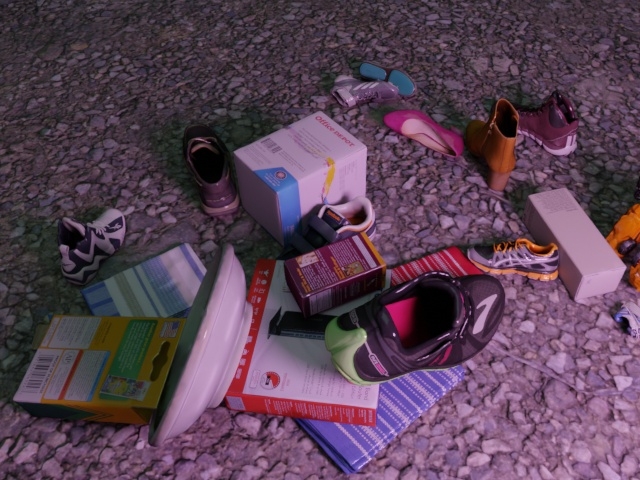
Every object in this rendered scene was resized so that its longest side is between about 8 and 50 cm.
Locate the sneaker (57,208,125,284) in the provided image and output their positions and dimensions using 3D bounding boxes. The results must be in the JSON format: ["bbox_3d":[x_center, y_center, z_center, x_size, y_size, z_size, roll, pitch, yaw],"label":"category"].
[{"bbox_3d":[-0.560,-0.025,1.617,0.094,0.153,0.235,18,51,15],"label":"sneaker"}]

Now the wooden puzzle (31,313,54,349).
[{"bbox_3d":[-0.603,0.218,1.492,0.079,0.014,0.116,6,48,2],"label":"wooden puzzle"}]

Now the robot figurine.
[{"bbox_3d":[0.764,-0.037,1.486,0.085,0.291,0.211,1,41,-37],"label":"robot figurine"}]

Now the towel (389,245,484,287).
[{"bbox_3d":[0.250,0.112,1.526,0.275,0.031,0.199,-18,45,-19],"label":"towel"}]

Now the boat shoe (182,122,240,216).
[{"bbox_3d":[-0.297,-0.221,1.801,0.132,0.130,0.355,-17,49,-13],"label":"boat shoe"}]

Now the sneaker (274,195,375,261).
[{"bbox_3d":[0.000,0.000,1.594,0.321,0.127,0.126,-36,57,-25],"label":"sneaker"}]

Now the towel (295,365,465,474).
[{"bbox_3d":[0.105,0.300,1.380,0.336,0.040,0.243,-32,53,-27],"label":"towel"}]

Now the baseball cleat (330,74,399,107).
[{"bbox_3d":[0.133,-0.447,2.047,0.206,0.072,0.109,13,65,16],"label":"baseball cleat"}]

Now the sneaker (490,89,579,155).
[{"bbox_3d":[0.615,-0.370,1.880,0.106,0.162,0.281,-36,56,-27],"label":"sneaker"}]

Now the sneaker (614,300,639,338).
[{"bbox_3d":[0.697,0.195,1.444,0.058,0.052,0.135,-32,46,-12],"label":"sneaker"}]

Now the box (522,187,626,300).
[{"bbox_3d":[0.595,0.003,1.586,0.113,0.094,0.275,-11,48,-7],"label":"box"}]

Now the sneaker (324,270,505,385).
[{"bbox_3d":[0.232,0.156,1.286,0.483,0.202,0.185,-14,72,-43],"label":"sneaker"}]

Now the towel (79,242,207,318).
[{"bbox_3d":[-0.396,0.122,1.558,0.285,0.034,0.209,-25,51,-19],"label":"towel"}]

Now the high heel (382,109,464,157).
[{"bbox_3d":[0.287,-0.298,1.884,0.244,0.082,0.117,21,41,4],"label":"high heel"}]

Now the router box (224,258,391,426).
[{"bbox_3d":[-0.015,0.199,1.383,0.301,0.082,0.335,4,50,8],"label":"router box"}]

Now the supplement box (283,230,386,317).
[{"bbox_3d":[0.030,0.070,1.381,0.188,0.080,0.104,-20,51,-13],"label":"supplement box"}]

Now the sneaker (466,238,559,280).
[{"bbox_3d":[0.452,0.033,1.561,0.215,0.083,0.084,7,30,4],"label":"sneaker"}]

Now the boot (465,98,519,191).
[{"bbox_3d":[0.468,-0.298,1.787,0.104,0.211,0.295,-4,47,-2],"label":"boot"}]

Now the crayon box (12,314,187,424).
[{"bbox_3d":[-0.429,0.259,1.353,0.323,0.083,0.203,-1,51,18],"label":"crayon box"}]

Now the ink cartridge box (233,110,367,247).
[{"bbox_3d":[-0.046,-0.160,1.690,0.270,0.197,0.198,-30,53,-23],"label":"ink cartridge box"}]

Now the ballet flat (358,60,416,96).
[{"bbox_3d":[0.220,-0.513,2.095,0.213,0.072,0.068,30,25,23],"label":"ballet flat"}]

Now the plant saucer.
[{"bbox_3d":[-0.213,0.203,1.272,0.101,0.400,0.400,22,47,-13],"label":"plant saucer"}]
